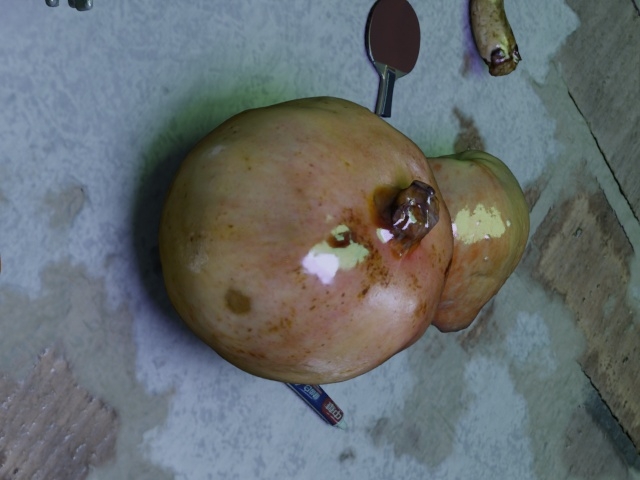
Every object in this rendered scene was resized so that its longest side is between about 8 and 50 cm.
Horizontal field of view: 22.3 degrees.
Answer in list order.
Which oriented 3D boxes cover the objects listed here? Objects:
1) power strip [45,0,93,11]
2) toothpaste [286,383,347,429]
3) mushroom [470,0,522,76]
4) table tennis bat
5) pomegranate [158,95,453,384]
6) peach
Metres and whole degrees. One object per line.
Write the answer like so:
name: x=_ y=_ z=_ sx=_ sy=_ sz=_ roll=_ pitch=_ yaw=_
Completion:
power strip: x=-0.284 y=-0.279 z=1.540 sx=0.229 sy=0.261 sz=0.141 roll=-3 pitch=92 yaw=-43
toothpaste: x=-0.009 y=0.188 z=1.980 sx=0.140 sy=0.021 sz=0.037 roll=48 pitch=59 yaw=-30
mushroom: x=0.263 y=-0.410 z=2.125 sx=0.233 sy=0.208 sz=0.302 roll=38 pitch=72 yaw=7
table tennis bat: x=0.090 y=-0.234 z=2.060 sx=0.095 sy=0.014 sz=0.158 roll=15 pitch=79 yaw=-44
pomegranate: x=0.000 y=0.000 z=1.769 sx=0.338 sy=0.338 sz=0.338 roll=-2 pitch=93 yaw=-43
peach: x=0.161 y=0.002 z=2.008 sx=0.232 sy=0.232 sz=0.232 roll=-2 pitch=93 yaw=-43
